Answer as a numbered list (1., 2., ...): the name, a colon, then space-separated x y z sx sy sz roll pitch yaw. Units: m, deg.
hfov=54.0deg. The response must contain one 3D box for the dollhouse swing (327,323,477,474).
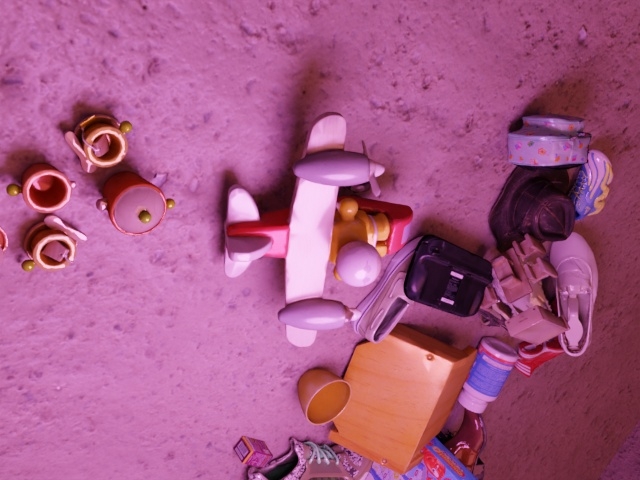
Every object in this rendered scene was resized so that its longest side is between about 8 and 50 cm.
1. dollhouse swing: 0.240 0.405 1.763 0.305 0.315 0.347 -32 143 -71

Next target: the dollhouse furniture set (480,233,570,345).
1. dollhouse furniture set: 0.546 0.143 1.699 0.212 0.242 0.161 -35 142 30

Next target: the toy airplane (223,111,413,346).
1. toy airplane: 0.000 0.000 1.216 0.384 0.272 0.386 -46 135 -3

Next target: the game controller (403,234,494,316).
1. game controller: 0.326 0.096 1.581 0.319 0.067 0.166 21 97 -43

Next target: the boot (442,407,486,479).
1. boot: 0.384 0.659 2.029 0.280 0.096 0.264 0 102 -9

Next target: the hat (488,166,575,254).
1. hat: 0.624 -0.072 1.741 0.331 0.134 0.331 -19 126 -28

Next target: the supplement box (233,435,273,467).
1. supplement box: -0.168 0.529 1.571 0.083 0.055 0.043 33 96 -44

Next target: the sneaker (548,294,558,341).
1. sneaker: 0.821 0.221 2.093 0.135 0.097 0.276 12 108 -38

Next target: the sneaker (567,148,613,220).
1. sneaker: 0.779 -0.148 1.838 0.126 0.091 0.240 -35 133 -14

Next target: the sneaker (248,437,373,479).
1. sneaker: -0.023 0.600 1.674 0.410 0.158 0.182 -20 116 -31

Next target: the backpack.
1. backpack: 0.560 -0.242 1.565 0.188 0.166 0.144 -18 113 -31

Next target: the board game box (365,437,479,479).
1. board game box: 0.280 0.737 1.865 0.086 0.302 0.308 11 109 -41

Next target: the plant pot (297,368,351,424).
1. plant pot: -0.004 0.377 1.571 0.134 0.095 0.134 -18 126 -27

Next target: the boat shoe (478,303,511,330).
1. boat shoe: 0.504 0.219 1.873 0.073 0.080 0.223 -47 129 4

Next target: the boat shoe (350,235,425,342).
1. boat shoe: 0.201 0.127 1.570 0.302 0.094 0.109 -53 134 1

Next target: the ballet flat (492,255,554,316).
1. ballet flat: 0.638 0.184 1.901 0.147 0.147 0.409 -47 135 -3

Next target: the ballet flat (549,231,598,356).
1. ballet flat: 0.783 0.175 1.933 0.139 0.139 0.400 -16 107 -29

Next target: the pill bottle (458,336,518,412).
1. pill bottle: 0.519 0.426 1.976 0.124 0.124 0.221 8 111 -40

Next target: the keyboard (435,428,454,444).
1. keyboard: 0.415 0.683 2.093 0.100 0.038 0.192 -47 123 -8

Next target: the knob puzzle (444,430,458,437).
1. knob puzzle: 0.440 0.748 2.183 0.213 0.030 0.213 -19 126 -28

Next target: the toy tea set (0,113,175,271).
1. toy tea set: -0.399 -0.037 0.995 0.336 0.124 0.200 -39 133 -11

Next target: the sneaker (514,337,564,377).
1. sneaker: 0.759 0.400 2.185 0.221 0.087 0.128 -3 127 -22
